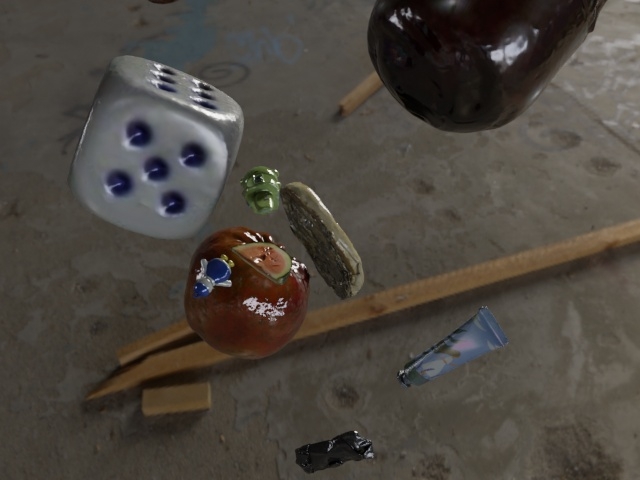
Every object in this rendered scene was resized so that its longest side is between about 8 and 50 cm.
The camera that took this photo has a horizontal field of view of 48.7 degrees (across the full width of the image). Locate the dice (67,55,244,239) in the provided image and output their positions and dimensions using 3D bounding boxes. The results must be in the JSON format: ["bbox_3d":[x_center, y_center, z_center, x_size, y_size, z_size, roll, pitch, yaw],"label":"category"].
[{"bbox_3d":[-0.222,-0.126,0.959,0.194,0.192,0.193,20,19,-16],"label":"dice"}]

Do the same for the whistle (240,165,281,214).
[{"bbox_3d":[-0.145,-0.122,1.777,0.105,0.085,0.227,-16,31,-2],"label":"whistle"}]

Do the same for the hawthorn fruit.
[{"bbox_3d":[-0.238,0.172,2.141,0.402,0.403,0.403,-2,43,2],"label":"hawthorn fruit"}]

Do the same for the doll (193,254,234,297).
[{"bbox_3d":[-0.268,0.092,1.751,0.098,0.057,0.143,40,53,-4],"label":"doll"}]

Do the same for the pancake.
[{"bbox_3d":[-0.001,0.000,1.398,0.049,0.283,0.282,-35,51,-14],"label":"pancake"}]

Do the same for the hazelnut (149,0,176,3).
[{"bbox_3d":[-0.296,-0.552,1.305,0.170,0.202,0.161,-11,38,31],"label":"hazelnut"}]

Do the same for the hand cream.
[{"bbox_3d":[0.267,0.234,1.480,0.088,0.256,0.055,59,28,12],"label":"hand cream"}]

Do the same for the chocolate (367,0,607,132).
[{"bbox_3d":[0.246,-0.350,1.192,0.383,0.383,0.331,31,86,31],"label":"chocolate"}]

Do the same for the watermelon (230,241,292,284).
[{"bbox_3d":[-0.119,0.060,1.588,0.086,0.069,0.163,-25,42,-35],"label":"watermelon"}]

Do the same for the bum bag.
[{"bbox_3d":[0.027,0.493,1.630,0.197,0.087,0.049,-21,20,19],"label":"bum bag"}]
